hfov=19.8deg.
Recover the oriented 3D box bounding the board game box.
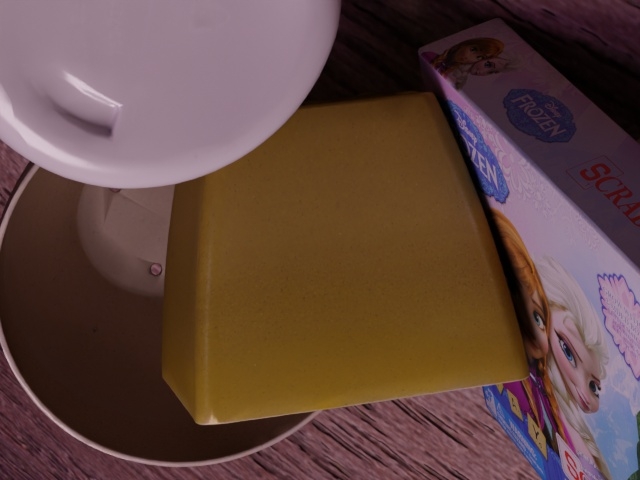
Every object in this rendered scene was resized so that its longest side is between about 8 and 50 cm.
[{"bbox_3d":[0.176,0.066,1.151,0.318,0.066,0.318,-127,19,-53],"label":"board game box"}]

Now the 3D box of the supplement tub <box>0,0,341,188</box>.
[{"bbox_3d":[-0.136,-0.190,1.126,0.316,0.228,0.228,-125,14,-58],"label":"supplement tub"}]

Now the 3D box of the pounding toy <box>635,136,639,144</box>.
[{"bbox_3d":[0.250,-0.023,1.080,0.130,0.100,0.141,51,146,-4],"label":"pounding toy"}]

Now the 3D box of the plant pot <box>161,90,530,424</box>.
[{"bbox_3d":[0.000,0.000,1.210,0.212,0.212,0.187,-156,59,-78],"label":"plant pot"}]

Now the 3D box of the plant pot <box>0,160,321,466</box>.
[{"bbox_3d":[-0.109,0.003,1.387,0.284,0.284,0.191,62,177,-20],"label":"plant pot"}]
